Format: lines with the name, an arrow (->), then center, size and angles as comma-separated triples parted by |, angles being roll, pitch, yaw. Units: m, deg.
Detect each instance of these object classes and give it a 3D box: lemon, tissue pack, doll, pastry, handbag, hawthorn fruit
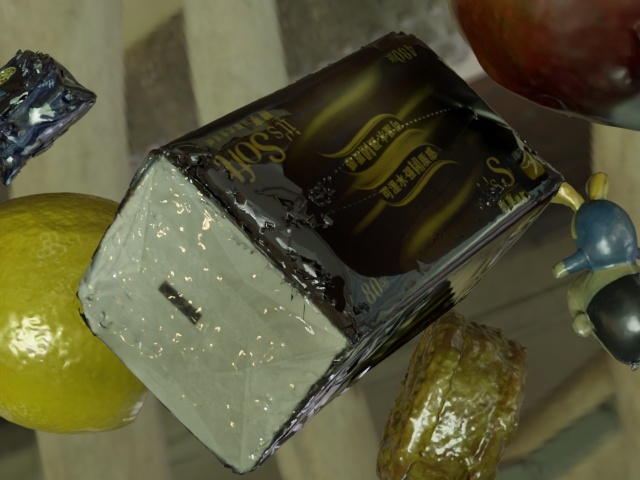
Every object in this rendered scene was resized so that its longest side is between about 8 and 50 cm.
lemon -> -0.264, 0.065, 1.563 | 0.219, 0.240, 0.240 | 12, 142, -16
tissue pack -> 0.000, 0.000, 1.271 | 0.198, 0.210, 0.370 | -49, 171, 38
doll -> 0.251, 0.030, 1.427 | 0.102, 0.179, 0.089 | -9, 163, -27
pastry -> 0.123, 0.165, 1.536 | 0.103, 0.189, 0.189 | 22, 143, -2
handbag -> -0.361, -0.150, 1.932 | 0.113, 0.260, 0.162 | 43, 88, -18
hawthorn fruit -> 0.252, -0.248, 1.311 | 0.308, 0.308, 0.325 | 6, 128, -36
